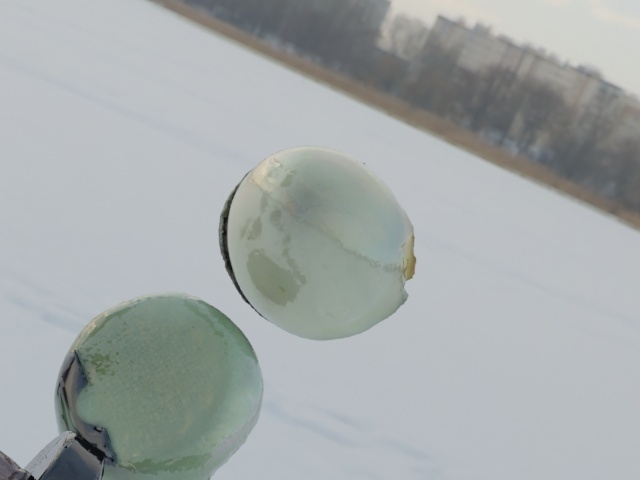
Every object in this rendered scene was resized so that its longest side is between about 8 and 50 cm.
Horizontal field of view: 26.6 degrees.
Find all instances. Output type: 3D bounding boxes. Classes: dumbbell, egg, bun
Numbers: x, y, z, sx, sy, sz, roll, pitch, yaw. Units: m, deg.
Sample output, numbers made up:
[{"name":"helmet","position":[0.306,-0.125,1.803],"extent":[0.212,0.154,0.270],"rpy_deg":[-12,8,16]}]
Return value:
[{"name":"dumbbell","position":[-0.341,0.211,1.353],"extent":[0.218,0.152,0.152],"rpy_deg":[43,3,-12]},{"name":"egg","position":[-0.005,0.001,1.882],"extent":[0.286,0.264,0.174],"rpy_deg":[58,-3,2]},{"name":"bun","position":[-0.210,0.223,1.843],"extent":[0.293,0.293,0.187],"rpy_deg":[27,-19,22]}]
